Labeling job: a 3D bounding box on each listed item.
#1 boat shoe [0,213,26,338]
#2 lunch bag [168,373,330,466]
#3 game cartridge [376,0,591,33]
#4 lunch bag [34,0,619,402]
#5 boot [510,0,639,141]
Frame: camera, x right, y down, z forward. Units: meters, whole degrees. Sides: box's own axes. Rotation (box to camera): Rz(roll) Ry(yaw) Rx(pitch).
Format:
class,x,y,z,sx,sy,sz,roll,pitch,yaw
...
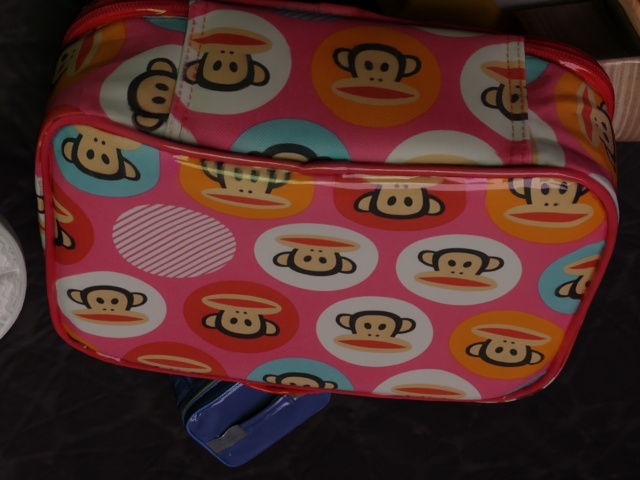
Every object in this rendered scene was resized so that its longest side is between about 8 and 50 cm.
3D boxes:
class,x,y,z,sx,sy,sz,roll,pitch,yaw
boat shoe,-0.319,0.026,0.771,0.335,0.119,0.121,-7,99,-9
lunch bag,-0.041,0.093,0.967,0.098,0.065,0.067,-37,131,9
game cartridge,0.233,-0.189,0.871,0.324,0.052,0.285,20,117,-32
lunch bag,0.000,0.000,0.810,0.293,0.120,0.258,7,142,-2
boot,0.223,-0.167,0.780,0.220,0.109,0.283,-10,133,-14
